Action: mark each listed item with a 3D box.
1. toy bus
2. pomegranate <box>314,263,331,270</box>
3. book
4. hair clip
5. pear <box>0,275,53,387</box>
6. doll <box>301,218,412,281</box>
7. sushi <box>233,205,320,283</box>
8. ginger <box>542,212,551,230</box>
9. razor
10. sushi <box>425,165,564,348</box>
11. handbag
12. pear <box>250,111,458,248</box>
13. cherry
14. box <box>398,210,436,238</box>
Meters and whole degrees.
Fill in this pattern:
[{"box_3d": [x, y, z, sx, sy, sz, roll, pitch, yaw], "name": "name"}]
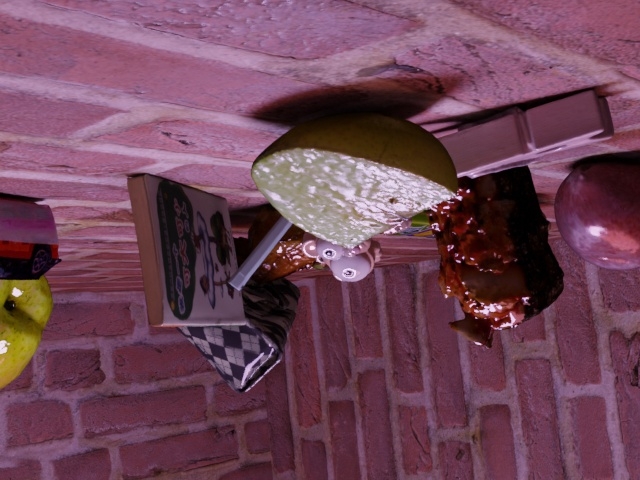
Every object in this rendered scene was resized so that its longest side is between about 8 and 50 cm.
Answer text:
[{"box_3d": [-0.587, -0.003, 1.610, 0.127, 0.147, 0.303, -8, 171, 25], "name": "toy bus"}, {"box_3d": [0.002, 0.007, 2.306, 0.148, 0.148, 0.169, -4, 180, -18], "name": "pomegranate"}, {"box_3d": [-0.231, 0.029, 1.722, 0.043, 0.260, 0.371, -12, 172, 16], "name": "book"}, {"box_3d": [0.256, -0.144, 1.387, 0.331, 0.085, 0.101, -16, 171, 29], "name": "hair clip"}, {"box_3d": [-0.761, 0.156, 2.013, 0.391, 0.391, 0.391, -6, 174, -1], "name": "pear"}, {"box_3d": [0.082, -0.032, 1.796, 0.154, 0.119, 0.278, 27, 129, -16], "name": "doll"}, {"box_3d": [-0.064, -0.012, 2.056, 0.296, 0.179, 0.167, -27, 139, 31], "name": "sushi"}, {"box_3d": [0.500, -0.034, 2.398, 0.190, 0.126, 0.354, -1, 176, 6], "name": "ginger"}, {"box_3d": [-0.078, -0.015, 1.821, 0.278, 0.056, 0.111, -44, 178, -8], "name": "razor"}, {"box_3d": [0.283, 0.009, 1.627, 0.182, 0.343, 0.196, -17, -176, -34], "name": "sushi"}, {"box_3d": [-0.213, 0.127, 2.103, 0.180, 0.317, 0.416, -46, -174, 14], "name": "handbag"}, {"box_3d": [0.024, -0.109, 1.302, 0.239, 0.139, 0.288, 14, 159, -25], "name": "pear"}, {"box_3d": [0.602, -0.058, 1.907, 0.261, 0.221, 0.307, -14, 152, 39], "name": "cherry"}, {"box_3d": [0.172, -0.057, 2.022, 0.134, 0.097, 0.345, -14, 170, 35], "name": "box"}]
